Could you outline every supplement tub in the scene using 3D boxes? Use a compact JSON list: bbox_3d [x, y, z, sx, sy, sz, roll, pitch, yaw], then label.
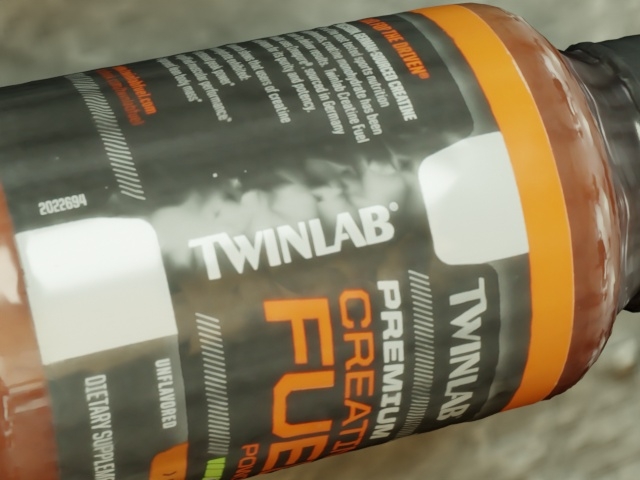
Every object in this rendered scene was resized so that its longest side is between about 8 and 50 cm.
[{"bbox_3d":[0.000,0.000,0.458,0.198,0.106,0.106,-13,111,-16],"label":"supplement tub"}]
